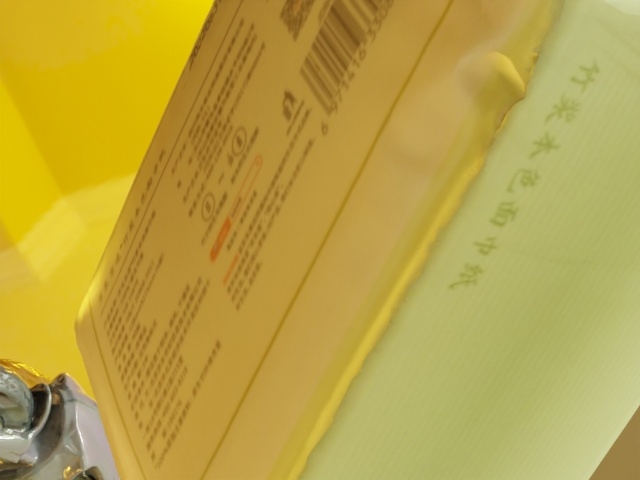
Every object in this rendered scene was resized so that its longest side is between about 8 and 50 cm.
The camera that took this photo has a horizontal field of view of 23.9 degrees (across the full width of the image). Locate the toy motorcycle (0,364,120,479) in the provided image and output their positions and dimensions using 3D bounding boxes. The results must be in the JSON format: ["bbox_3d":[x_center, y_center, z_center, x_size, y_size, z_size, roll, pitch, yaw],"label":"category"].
[{"bbox_3d":[-0.159,0.134,0.785,0.152,0.225,0.073,2,-133,-27],"label":"toy motorcycle"}]

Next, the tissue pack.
[{"bbox_3d":[0.029,-0.011,0.457,0.125,0.234,0.159,9,-149,-31],"label":"tissue pack"}]

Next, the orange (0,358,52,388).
[{"bbox_3d":[-0.212,0.144,0.987,0.117,0.135,0.135,9,-141,37],"label":"orange"}]
